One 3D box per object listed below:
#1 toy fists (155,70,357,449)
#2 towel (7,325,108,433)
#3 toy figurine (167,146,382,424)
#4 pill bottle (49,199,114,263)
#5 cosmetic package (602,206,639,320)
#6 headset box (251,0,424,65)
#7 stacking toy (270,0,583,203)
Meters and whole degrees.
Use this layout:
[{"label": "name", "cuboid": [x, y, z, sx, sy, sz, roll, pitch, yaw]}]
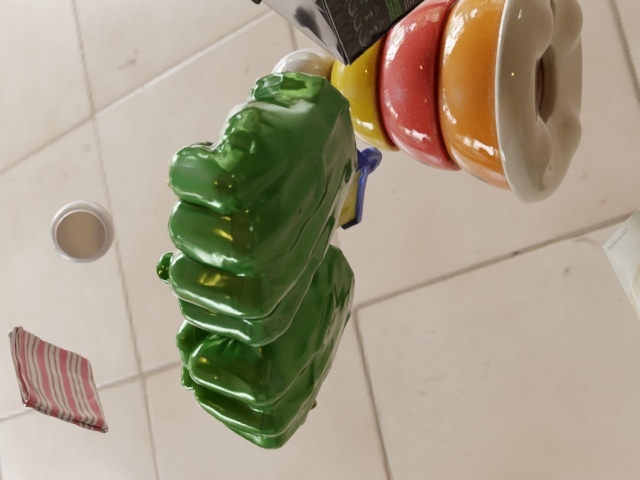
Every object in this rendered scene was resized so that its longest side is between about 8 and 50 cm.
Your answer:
[{"label": "toy fists", "cuboid": [-0.040, 0.029, 0.640, 0.096, 0.142, 0.279, 13, 140, 11]}, {"label": "towel", "cuboid": [-0.413, 0.224, 1.557, 0.029, 0.197, 0.144, -34, 55, 12]}, {"label": "toy figurine", "cuboid": [0.000, 0.000, 0.989, 0.191, 0.217, 0.362, 38, 153, 22]}, {"label": "pill bottle", "cuboid": [-0.462, -0.016, 1.898, 0.216, 0.121, 0.121, -161, 76, -77]}, {"label": "cosmetic package", "cuboid": [0.553, 0.091, 1.415, 0.160, 0.113, 0.309, 117, 140, -50]}, {"label": "headset box", "cuboid": [0.025, -0.339, 0.947, 0.283, 0.131, 0.246, -42, 58, -9]}, {"label": "stacking toy", "cuboid": [0.142, -0.240, 1.504, 0.480, 0.351, 0.350, 4, 92, 28]}]
